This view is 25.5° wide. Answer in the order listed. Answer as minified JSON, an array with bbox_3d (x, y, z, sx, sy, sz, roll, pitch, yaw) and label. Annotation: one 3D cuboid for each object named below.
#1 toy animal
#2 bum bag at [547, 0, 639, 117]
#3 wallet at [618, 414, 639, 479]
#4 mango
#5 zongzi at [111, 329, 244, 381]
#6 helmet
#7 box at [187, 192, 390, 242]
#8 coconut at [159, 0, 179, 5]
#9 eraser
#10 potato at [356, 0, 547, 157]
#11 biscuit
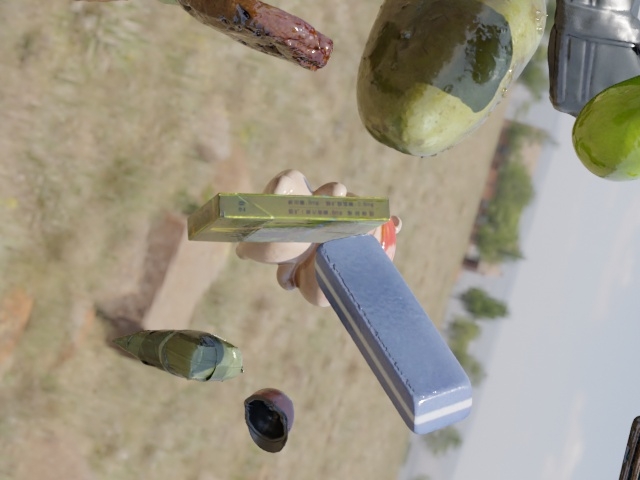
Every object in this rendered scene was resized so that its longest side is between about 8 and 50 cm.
[{"bbox_3d":[0.000,0.000,1.884,0.171,0.197,0.171,-156,-90,-82],"label":"toy animal"},{"bbox_3d":[0.304,-0.269,1.504,0.080,0.142,0.326,-135,-146,-55],"label":"bum bag"},{"bbox_3d":[0.369,0.286,1.595,0.124,0.042,0.230,-70,155,-18],"label":"wallet"},{"bbox_3d":[0.307,-0.110,1.282,0.089,0.163,0.117,69,19,-1],"label":"mango"},{"bbox_3d":[-0.155,0.125,1.582,0.109,0.119,0.055,19,82,-59],"label":"zongzi"},{"bbox_3d":[-0.059,0.219,1.776,0.049,0.065,0.084,-42,133,-50],"label":"helmet"},{"bbox_3d":[-0.036,-0.023,1.537,0.121,0.193,0.030,149,-61,-66],"label":"box"},{"bbox_3d":[-0.141,-0.399,1.732,0.236,0.204,0.236,-26,124,-47],"label":"coconut"},{"bbox_3d":[0.074,0.092,1.460,0.082,0.225,0.036,-14,150,-35],"label":"eraser"},{"bbox_3d":[0.153,-0.230,1.707,0.307,0.210,0.173,-61,148,-26],"label":"potato"},{"bbox_3d":[-0.074,-0.235,1.552,0.192,0.192,0.049,39,73,-82],"label":"biscuit"}]
